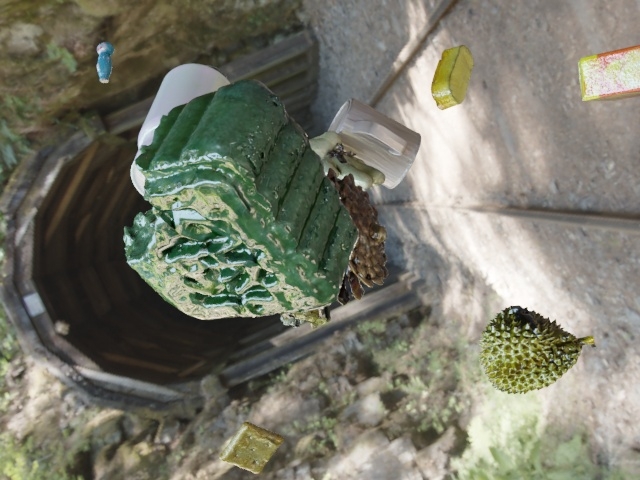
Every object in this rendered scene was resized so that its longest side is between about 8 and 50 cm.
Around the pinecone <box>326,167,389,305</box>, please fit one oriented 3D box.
[{"bbox_3d":[-0.002,0.008,1.225,0.264,0.264,0.264,155,90,-90],"label":"pinecone"}]

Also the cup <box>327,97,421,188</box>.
[{"bbox_3d":[0.166,-0.301,2.073,0.273,0.208,0.288,27,-156,-12],"label":"cup"}]

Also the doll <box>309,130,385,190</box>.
[{"bbox_3d":[0.060,-0.231,1.896,0.278,0.149,0.175,28,178,24],"label":"doll"}]

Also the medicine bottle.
[{"bbox_3d":[-0.345,-0.276,1.662,0.379,0.213,0.214,-84,-23,-45],"label":"medicine bottle"}]

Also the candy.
[{"bbox_3d":[0.641,-0.322,1.196,0.276,0.146,0.088,-1,97,50],"label":"candy"}]

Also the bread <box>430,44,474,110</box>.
[{"bbox_3d":[0.413,-0.518,2.052,0.102,0.094,0.246,45,-128,-35],"label":"bread"}]

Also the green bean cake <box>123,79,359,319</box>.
[{"bbox_3d":[-0.141,-0.030,0.881,0.300,0.307,0.169,54,-139,-34],"label":"green bean cake"}]

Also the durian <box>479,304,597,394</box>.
[{"bbox_3d":[0.437,0.209,1.347,0.138,0.237,0.193,63,-160,-12],"label":"durian"}]

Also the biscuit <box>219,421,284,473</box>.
[{"bbox_3d":[-0.112,0.342,1.062,0.083,0.081,0.018,32,-170,-28],"label":"biscuit"}]

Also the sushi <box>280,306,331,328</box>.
[{"bbox_3d":[-0.094,0.176,1.769,0.291,0.131,0.139,28,-139,-41],"label":"sushi"}]

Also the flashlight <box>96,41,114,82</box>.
[{"bbox_3d":[-0.636,-0.528,1.914,0.051,0.051,0.129,66,-162,-73],"label":"flashlight"}]
